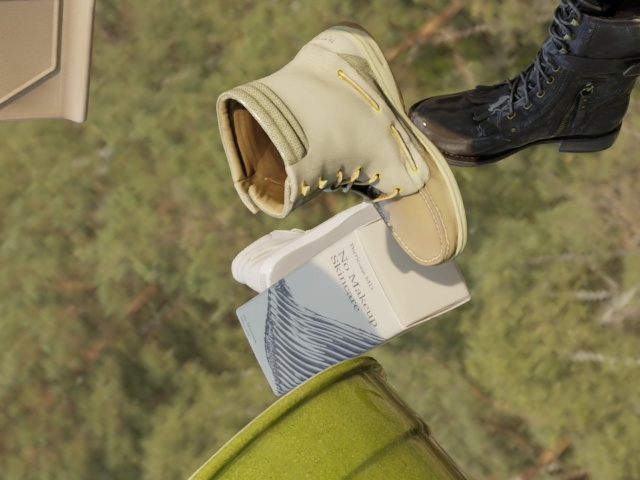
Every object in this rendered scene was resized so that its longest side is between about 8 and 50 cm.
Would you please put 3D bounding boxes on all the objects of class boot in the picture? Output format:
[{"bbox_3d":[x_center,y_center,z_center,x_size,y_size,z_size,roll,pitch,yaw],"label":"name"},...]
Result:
[{"bbox_3d":[0.000,0.000,1.910,0.123,0.258,0.095,20,127,55],"label":"boot"},{"bbox_3d":[0.225,-0.175,1.368,0.229,0.263,0.091,103,159,-60],"label":"boot"},{"bbox_3d":[0.018,-0.048,1.060,0.077,0.165,0.213,-20,103,44],"label":"boot"}]

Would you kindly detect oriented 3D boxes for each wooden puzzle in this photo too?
[{"bbox_3d":[-0.363,-0.202,1.445,0.221,0.239,0.044,108,157,-54],"label":"wooden puzzle"}]

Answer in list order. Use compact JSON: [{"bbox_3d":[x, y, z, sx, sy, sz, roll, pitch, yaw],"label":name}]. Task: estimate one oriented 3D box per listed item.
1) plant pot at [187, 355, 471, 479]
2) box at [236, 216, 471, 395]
[{"bbox_3d":[0.049,0.338,1.026,0.353,0.366,0.366,40,169,18],"label":"plant pot"},{"bbox_3d":[0.026,0.065,1.389,0.113,0.094,0.275,63,147,7],"label":"box"}]
